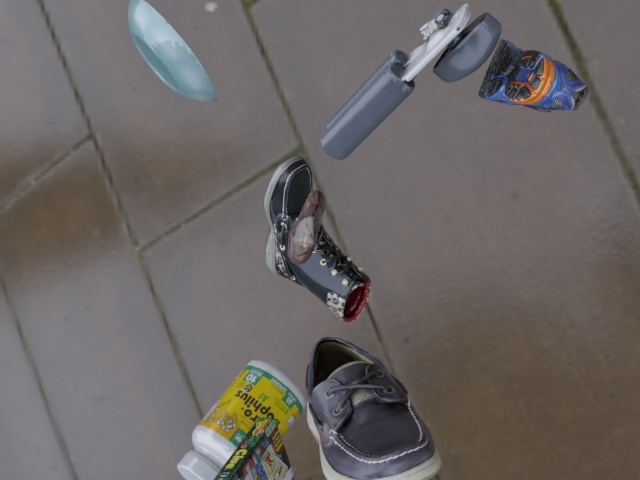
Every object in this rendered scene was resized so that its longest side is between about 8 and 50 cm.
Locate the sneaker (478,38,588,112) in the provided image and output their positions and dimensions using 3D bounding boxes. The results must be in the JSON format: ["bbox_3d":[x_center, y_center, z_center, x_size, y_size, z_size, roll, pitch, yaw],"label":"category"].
[{"bbox_3d":[0.263,-0.195,1.426,0.083,0.087,0.221,-65,15,12],"label":"sneaker"}]

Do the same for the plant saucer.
[{"bbox_3d":[-0.227,-0.268,1.658,0.195,0.037,0.195,48,170,11],"label":"plant saucer"}]

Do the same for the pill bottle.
[{"bbox_3d":[-0.126,0.299,1.777,0.117,0.208,0.118,32,155,18],"label":"pill bottle"}]

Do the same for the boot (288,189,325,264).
[{"bbox_3d":[-0.021,0.002,1.379,0.037,0.114,0.106,13,113,-3],"label":"boot"}]

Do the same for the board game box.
[{"bbox_3d":[-0.097,0.331,1.300,0.030,0.260,0.136,-2,116,26],"label":"board game box"}]

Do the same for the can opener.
[{"bbox_3d":[0.107,-0.195,1.445,0.093,0.074,0.280,40,127,-15],"label":"can opener"}]

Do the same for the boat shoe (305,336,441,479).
[{"bbox_3d":[0.035,0.162,1.099,0.285,0.102,0.092,-139,32,-76],"label":"boat shoe"}]

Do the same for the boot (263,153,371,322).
[{"bbox_3d":[0.001,0.000,1.699,0.178,0.085,0.236,37,142,29],"label":"boot"}]
